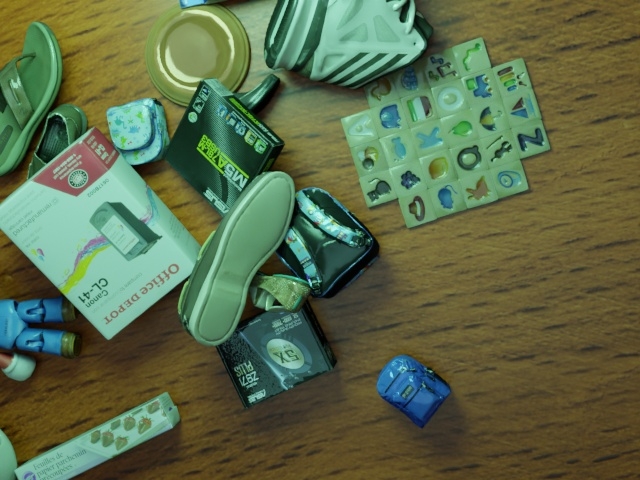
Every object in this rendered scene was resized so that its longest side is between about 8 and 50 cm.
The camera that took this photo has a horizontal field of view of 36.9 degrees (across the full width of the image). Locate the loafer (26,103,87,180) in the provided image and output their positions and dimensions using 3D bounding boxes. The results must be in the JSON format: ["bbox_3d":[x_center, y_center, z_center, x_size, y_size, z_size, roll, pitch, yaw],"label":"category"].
[{"bbox_3d":[-0.506,-0.134,1.785,0.094,0.087,0.251,13,95,7],"label":"loafer"}]

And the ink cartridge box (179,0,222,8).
[{"bbox_3d":[-0.109,-0.527,1.705,0.333,0.065,0.165,-12,92,3],"label":"ink cartridge box"}]

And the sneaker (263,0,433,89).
[{"bbox_3d":[0.096,-0.461,1.620,0.258,0.169,0.447,16,120,-19],"label":"sneaker"}]

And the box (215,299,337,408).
[{"bbox_3d":[-0.083,0.200,1.753,0.180,0.077,0.147,-25,90,8],"label":"box"}]

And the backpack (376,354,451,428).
[{"bbox_3d":[0.163,0.262,1.713,0.120,0.101,0.098,38,91,8],"label":"backpack"}]

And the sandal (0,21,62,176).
[{"bbox_3d":[-0.564,-0.258,1.766,0.120,0.086,0.302,30,99,36],"label":"sandal"}]

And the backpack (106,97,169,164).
[{"bbox_3d":[-0.336,-0.197,1.761,0.105,0.084,0.114,-12,95,11],"label":"backpack"}]

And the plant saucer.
[{"bbox_3d":[-0.229,-0.344,1.761,0.200,0.037,0.199,0,93,8],"label":"plant saucer"}]

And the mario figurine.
[{"bbox_3d":[-0.615,0.146,1.821,0.321,0.170,0.198,4,58,-3],"label":"mario figurine"}]

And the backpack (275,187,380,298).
[{"bbox_3d":[0.000,0.000,1.711,0.158,0.117,0.173,-45,74,6],"label":"backpack"}]

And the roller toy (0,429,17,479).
[{"bbox_3d":[-0.680,0.438,1.812,0.191,0.146,0.209,-16,92,19],"label":"roller toy"}]

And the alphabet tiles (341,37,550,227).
[{"bbox_3d":[0.222,-0.192,1.723,0.343,0.011,0.285,-18,91,8],"label":"alphabet tiles"}]

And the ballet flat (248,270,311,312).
[{"bbox_3d":[-0.090,0.091,1.692,0.073,0.206,0.067,26,81,-27],"label":"ballet flat"}]

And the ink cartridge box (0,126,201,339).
[{"bbox_3d":[-0.393,-0.013,1.716,0.226,0.131,0.306,-38,104,9],"label":"ink cartridge box"}]

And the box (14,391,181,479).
[{"bbox_3d":[-0.420,0.387,1.816,0.324,0.067,0.063,-27,89,7],"label":"box"}]

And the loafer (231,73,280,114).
[{"bbox_3d":[-0.146,-0.247,1.745,0.170,0.062,0.061,-43,84,7],"label":"loafer"}]

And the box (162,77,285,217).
[{"bbox_3d":[-0.176,-0.160,1.707,0.191,0.045,0.184,44,121,17],"label":"box"}]

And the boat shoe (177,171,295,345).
[{"bbox_3d":[-0.151,0.021,1.664,0.117,0.097,0.324,23,92,-38],"label":"boat shoe"}]
